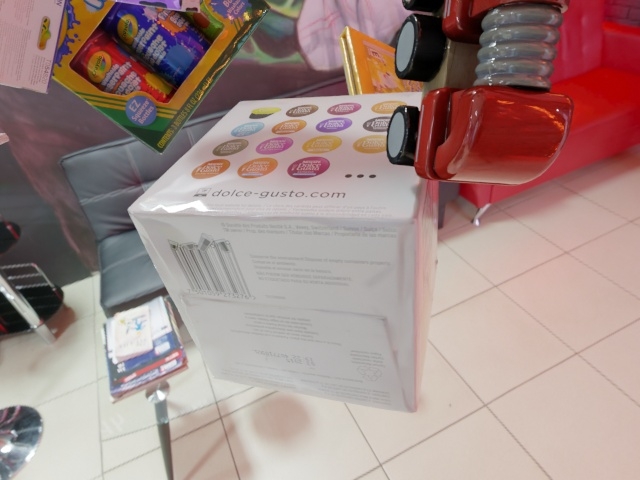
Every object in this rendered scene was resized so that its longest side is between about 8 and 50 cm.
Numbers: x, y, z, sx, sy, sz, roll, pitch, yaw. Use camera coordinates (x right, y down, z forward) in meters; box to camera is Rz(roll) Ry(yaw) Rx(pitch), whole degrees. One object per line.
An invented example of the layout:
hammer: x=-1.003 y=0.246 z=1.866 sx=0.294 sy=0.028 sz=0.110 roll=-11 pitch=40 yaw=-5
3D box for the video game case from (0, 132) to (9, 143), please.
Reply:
video game case: x=-0.703 y=-0.166 z=0.813 sx=0.143 sy=0.019 sz=0.157 roll=6 pitch=36 yaw=20

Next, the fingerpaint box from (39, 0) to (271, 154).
fingerpaint box: x=-0.397 y=-0.487 z=0.997 sx=0.445 sy=0.371 sz=0.163 roll=-54 pitch=24 yaw=-5

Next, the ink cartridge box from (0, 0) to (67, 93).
ink cartridge box: x=-0.566 y=-0.388 z=0.744 sx=0.045 sy=0.223 sz=0.224 roll=25 pitch=13 yaw=20

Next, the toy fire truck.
toy fire truck: x=0.169 y=-0.146 z=0.322 sx=0.158 sy=0.217 sz=0.246 roll=3 pitch=11 yaw=-10

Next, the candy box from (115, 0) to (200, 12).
candy box: x=-0.247 y=-0.422 z=0.572 sx=0.164 sy=0.196 sz=0.070 roll=12 pitch=28 yaw=5

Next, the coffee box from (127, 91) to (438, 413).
coffee box: x=0.000 y=0.000 z=0.665 sx=0.337 sy=0.338 sz=0.334 roll=3 pitch=40 yaw=19

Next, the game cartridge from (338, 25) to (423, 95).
game cartridge: x=0.209 y=-0.387 z=1.107 sx=0.323 sy=0.053 sz=0.285 roll=9 pitch=57 yaw=-26
